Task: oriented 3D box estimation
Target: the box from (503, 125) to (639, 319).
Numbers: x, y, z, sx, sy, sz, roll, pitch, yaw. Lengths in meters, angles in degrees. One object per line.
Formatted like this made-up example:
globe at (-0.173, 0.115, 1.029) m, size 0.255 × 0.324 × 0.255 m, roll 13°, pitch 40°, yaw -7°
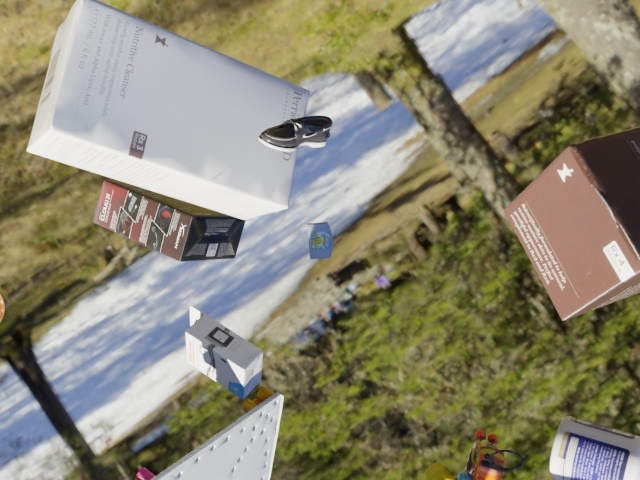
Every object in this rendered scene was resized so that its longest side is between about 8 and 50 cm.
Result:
box at (0.378, -0.029, 1.009) m, size 0.203 × 0.168 × 0.167 m, roll -15°, pitch 160°, yaw -24°

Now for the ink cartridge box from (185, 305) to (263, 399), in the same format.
ink cartridge box at (-0.200, 0.215, 1.575) m, size 0.060 × 0.180 × 0.104 m, roll -45°, pitch 155°, yaw -37°

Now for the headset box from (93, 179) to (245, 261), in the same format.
headset box at (-0.357, -0.052, 1.888) m, size 0.218 × 0.293 × 0.110 m, roll -1°, pitch 110°, yaw -62°

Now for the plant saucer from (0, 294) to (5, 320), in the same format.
plant saucer at (-0.561, 0.111, 1.339) m, size 0.083 × 0.083 × 0.013 m, roll -33°, pitch -169°, yaw -25°

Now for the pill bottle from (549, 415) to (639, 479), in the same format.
pill bottle at (0.494, 0.374, 1.379) m, size 0.112 × 0.187 × 0.111 m, roll -31°, pitch 127°, yaw -53°

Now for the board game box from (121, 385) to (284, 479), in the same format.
board game box at (-0.238, 0.514, 1.585) m, size 0.390 × 0.050 × 0.389 m, roll -27°, pitch 138°, yaw -46°

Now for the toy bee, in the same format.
toy bee at (0.331, 0.472, 1.632) m, size 0.298 × 0.195 × 0.162 m, roll -47°, pitch -165°, yaw 31°

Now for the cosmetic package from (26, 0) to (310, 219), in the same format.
cosmetic package at (-0.226, -0.187, 1.267) m, size 0.385 × 0.217 × 0.156 m, roll 15°, pitch 166°, yaw -28°

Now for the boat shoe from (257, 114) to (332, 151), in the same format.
boat shoe at (-0.030, -0.144, 1.074) m, size 0.125 × 0.046 × 0.038 m, roll -10°, pitch 134°, yaw -46°

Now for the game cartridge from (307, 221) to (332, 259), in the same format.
game cartridge at (0.000, 0.000, 1.877) m, size 0.056 × 0.083 × 0.017 m, roll -6°, pitch -179°, yaw -6°
